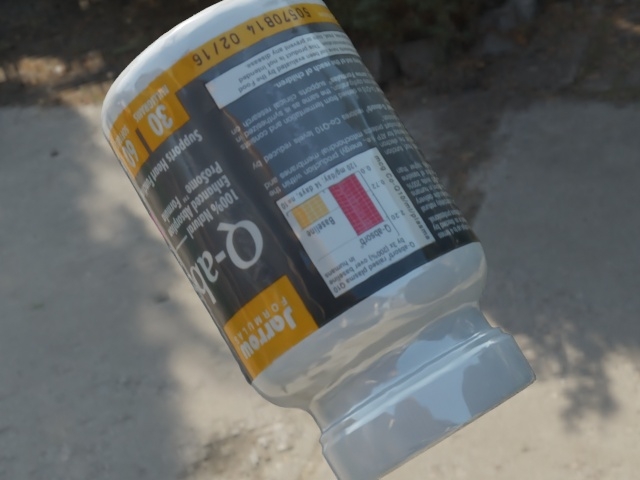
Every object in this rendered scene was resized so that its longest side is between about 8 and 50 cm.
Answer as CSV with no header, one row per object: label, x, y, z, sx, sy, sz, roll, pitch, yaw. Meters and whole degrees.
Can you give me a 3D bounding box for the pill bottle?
pill bottle,0.000,0.000,0.795,0.162,0.278,0.162,-31,-10,-6
